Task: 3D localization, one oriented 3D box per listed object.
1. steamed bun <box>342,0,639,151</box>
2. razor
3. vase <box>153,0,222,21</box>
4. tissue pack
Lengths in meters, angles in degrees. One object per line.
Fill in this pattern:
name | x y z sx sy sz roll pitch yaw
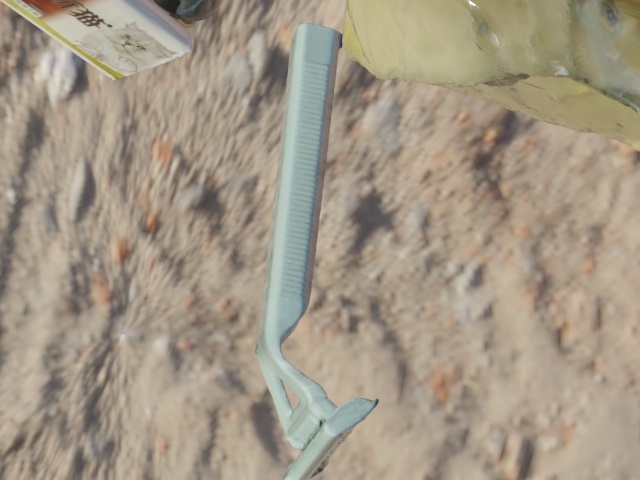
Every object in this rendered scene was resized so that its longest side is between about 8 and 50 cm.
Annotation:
steamed bun | 0.106 -0.086 0.517 0.212 0.231 0.110 26 56 9
razor | -0.011 -0.002 1.083 0.056 0.111 0.278 4 66 -13
vase | -0.054 -0.199 1.090 0.059 0.167 0.059 12 59 -21
tissue pack | -0.162 -0.202 1.309 0.148 0.099 0.106 34 53 -41
